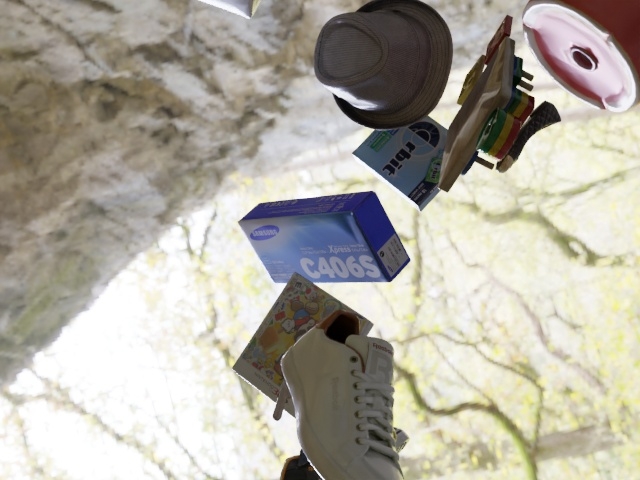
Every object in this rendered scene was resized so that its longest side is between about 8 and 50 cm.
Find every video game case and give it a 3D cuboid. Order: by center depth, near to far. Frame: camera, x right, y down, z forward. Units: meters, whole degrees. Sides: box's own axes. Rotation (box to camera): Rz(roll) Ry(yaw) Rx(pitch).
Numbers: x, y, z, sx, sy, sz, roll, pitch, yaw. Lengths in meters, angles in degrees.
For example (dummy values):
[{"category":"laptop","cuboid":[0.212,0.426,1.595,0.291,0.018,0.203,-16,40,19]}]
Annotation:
[{"category":"video game case","cuboid":[-0.037,0.200,1.833,0.206,0.227,0.026,32,177,36]}]

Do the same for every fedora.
[{"category":"fedora","cuboid":[0.088,-0.325,1.732,0.275,0.124,0.243,26,104,43]}]

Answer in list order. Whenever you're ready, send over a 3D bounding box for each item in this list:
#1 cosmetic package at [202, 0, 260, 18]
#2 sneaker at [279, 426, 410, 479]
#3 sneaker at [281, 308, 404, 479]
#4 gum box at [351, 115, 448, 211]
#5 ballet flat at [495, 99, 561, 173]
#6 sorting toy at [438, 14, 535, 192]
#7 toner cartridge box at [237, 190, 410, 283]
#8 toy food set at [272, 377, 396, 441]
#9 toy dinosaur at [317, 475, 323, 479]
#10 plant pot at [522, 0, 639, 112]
[{"category":"cosmetic package","cuboid":[-0.249,-0.515,1.533,0.197,0.366,0.155,102,-171,-62]},{"category":"sneaker","cuboid":[0.014,0.431,1.841,0.127,0.321,0.126,53,-172,19]},{"category":"sneaker","cuboid":[0.039,0.176,1.072,0.106,0.123,0.290,30,-162,-33]},{"category":"gum box","cuboid":[0.181,-0.169,1.913,0.184,0.157,0.041,41,174,29]},{"category":"ballet flat","cuboid":[0.353,-0.172,1.647,0.049,0.173,0.057,43,157,-3]},{"category":"sorting toy","cuboid":[0.182,-0.132,1.039,0.132,0.046,0.274,-60,8,37]},{"category":"toner cartridge box","cuboid":[0.000,0.000,1.918,0.348,0.075,0.165,-4,122,48]},{"category":"toy food set","cuboid":[0.035,0.276,1.534,0.071,0.218,0.128,-56,2,38]},{"category":"toy dinosaur","cuboid":[0.041,0.312,1.372,0.047,0.090,0.082,100,157,-47]},{"category":"plant pot","cuboid":[0.416,-0.317,1.279,0.275,0.243,0.275,43,170,10]}]
